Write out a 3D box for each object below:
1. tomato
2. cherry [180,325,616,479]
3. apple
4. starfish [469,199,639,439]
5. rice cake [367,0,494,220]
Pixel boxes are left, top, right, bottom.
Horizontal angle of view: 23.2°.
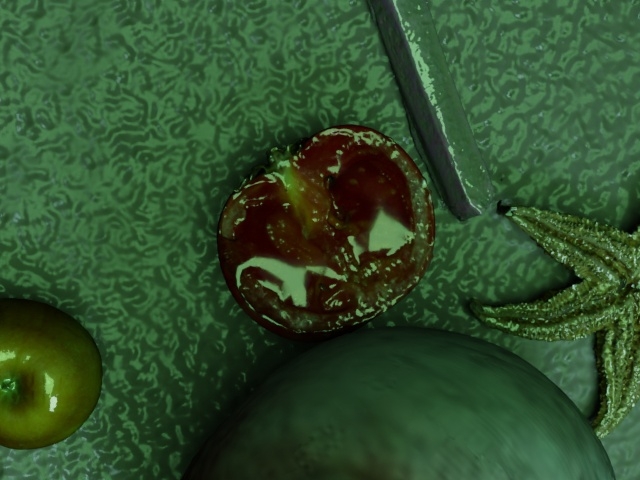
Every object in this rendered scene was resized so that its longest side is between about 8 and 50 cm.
[{"bbox_3d":[0.000,0.000,1.109,0.159,0.091,0.139,-37,85,-14],"label":"tomato"},{"bbox_3d":[0.055,0.199,1.038,0.326,0.335,0.291,-24,64,-24],"label":"cherry"},{"bbox_3d":[-0.207,0.090,1.081,0.114,0.102,0.099,42,91,-12],"label":"apple"},{"bbox_3d":[0.227,0.038,1.182,0.227,0.043,0.240,10,100,-9],"label":"starfish"},{"bbox_3d":[0.079,-0.111,1.132,0.036,0.047,0.206,-23,102,-13],"label":"rice cake"}]
